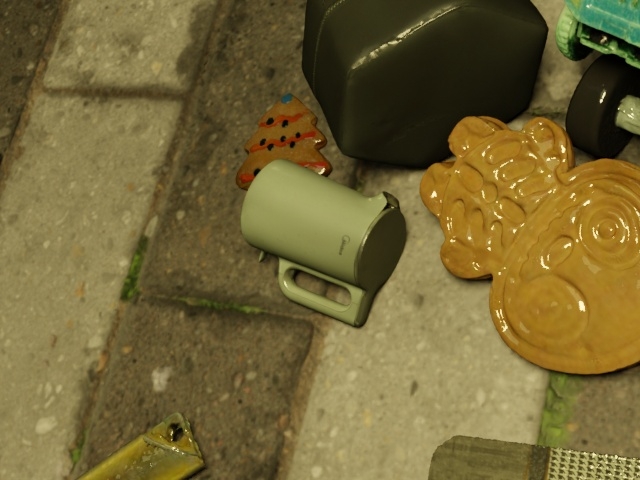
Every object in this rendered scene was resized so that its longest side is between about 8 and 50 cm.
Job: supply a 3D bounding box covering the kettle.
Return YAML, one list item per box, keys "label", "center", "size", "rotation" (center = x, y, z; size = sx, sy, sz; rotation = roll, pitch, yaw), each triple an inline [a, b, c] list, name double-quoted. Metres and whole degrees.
- label: "kettle"
  center: [-0.001, -0.004, 1.142]
  size: [0.148, 0.098, 0.127]
  rotation: [24, 74, 29]

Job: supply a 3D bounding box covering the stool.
- label: "stool"
  center: [0.097, -0.187, 1.106]
  size: [0.232, 0.232, 0.141]
  rotation: [-31, 56, 11]

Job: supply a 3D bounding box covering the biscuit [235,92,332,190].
- label: "biscuit"
  center: [-0.042, -0.106, 1.251]
  size: [0.119, 0.019, 0.130]
  rotation: [-7, 65, 23]

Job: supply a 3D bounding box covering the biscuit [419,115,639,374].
- label: "biscuit"
  center: [0.209, -0.005, 1.031]
  size: [0.289, 0.044, 0.202]
  rotation: [47, 112, 26]

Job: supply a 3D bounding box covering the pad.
- label: "pad"
  center: [0.177, 0.325, 0.931]
  size: [0.250, 0.055, 0.323]
  rotation: [3, 52, 27]

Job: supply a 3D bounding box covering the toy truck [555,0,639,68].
- label: "toy truck"
  center: [0.339, -0.228, 0.990]
  size: [0.279, 0.156, 0.155]
  rotation: [-24, 43, -37]

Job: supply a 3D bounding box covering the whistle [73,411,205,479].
- label: "whistle"
  center: [-0.261, 0.285, 1.161]
  size: [0.326, 0.057, 0.068]
  rotation: [-35, 57, 8]

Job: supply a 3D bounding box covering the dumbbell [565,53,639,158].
- label: "dumbbell"
  center: [0.327, -0.096, 1.020]
  size: [0.191, 0.100, 0.100]
  rotation: [31, 83, 32]
